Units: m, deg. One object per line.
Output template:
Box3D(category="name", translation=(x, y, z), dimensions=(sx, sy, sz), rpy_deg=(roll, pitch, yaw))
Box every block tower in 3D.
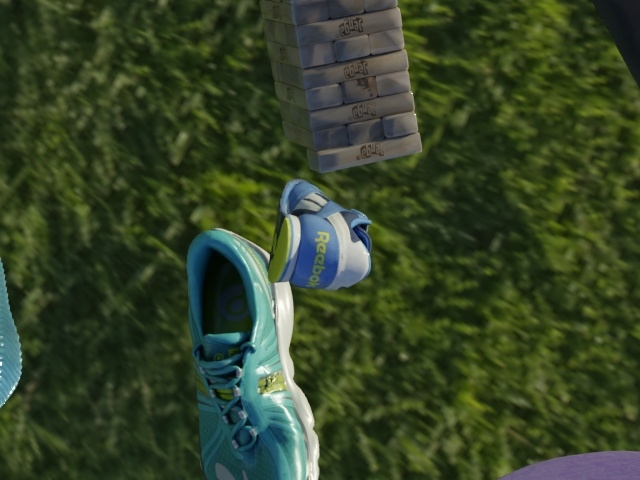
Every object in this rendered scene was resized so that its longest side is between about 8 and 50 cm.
Box3D(category="block tower", translation=(0.000, -0.228, 1.482), dimensions=(0.091, 0.097, 0.335), rpy_deg=(-13, 103, -15))

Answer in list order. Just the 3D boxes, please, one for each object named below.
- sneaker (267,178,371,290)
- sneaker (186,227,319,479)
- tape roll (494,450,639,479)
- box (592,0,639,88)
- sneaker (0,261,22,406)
Box3D(category="sneaker", translation=(0.000, 0.000, 1.149), dimensions=(0.059, 0.144, 0.053), rpy_deg=(8, 105, -3))
Box3D(category="sneaker", translation=(-0.074, 0.121, 1.607), dimensions=(0.107, 0.110, 0.275), rpy_deg=(-16, 69, 12))
Box3D(category="tape roll", translation=(0.183, 0.252, 1.103), dimensions=(0.274, 0.275, 0.090), rpy_deg=(-19, 133, -19))
Box3D(category="box", translation=(0.236, -0.180, 0.622), dimensions=(0.343, 0.312, 0.179), rpy_deg=(53, 41, -39))
Box3D(category="sneaker", translation=(-0.267, 0.074, 1.306), dimensions=(0.087, 0.229, 0.092), rpy_deg=(35, 109, -25))
